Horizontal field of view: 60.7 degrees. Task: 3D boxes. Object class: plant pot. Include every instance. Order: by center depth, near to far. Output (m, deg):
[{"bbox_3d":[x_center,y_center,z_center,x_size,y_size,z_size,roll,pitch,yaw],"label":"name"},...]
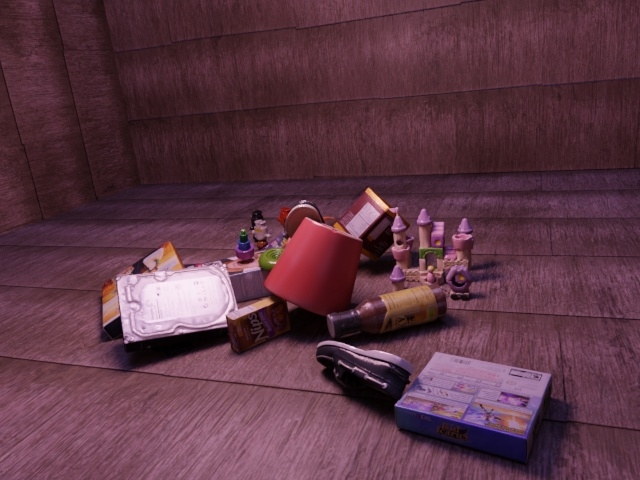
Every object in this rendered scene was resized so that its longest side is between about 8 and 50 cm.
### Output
[{"bbox_3d":[-0.003,0.076,1.668,0.275,0.243,0.275,22,4,-2],"label":"plant pot"}]

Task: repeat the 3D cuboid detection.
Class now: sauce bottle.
[{"bbox_3d":[0.190,0.210,1.574,0.344,0.111,0.111,-12,18,-13],"label":"sauce bottle"}]

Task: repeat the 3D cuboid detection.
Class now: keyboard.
[{"bbox_3d":[-0.462,0.302,1.649,0.108,0.023,0.180,-16,19,-27],"label":"keyboard"}]

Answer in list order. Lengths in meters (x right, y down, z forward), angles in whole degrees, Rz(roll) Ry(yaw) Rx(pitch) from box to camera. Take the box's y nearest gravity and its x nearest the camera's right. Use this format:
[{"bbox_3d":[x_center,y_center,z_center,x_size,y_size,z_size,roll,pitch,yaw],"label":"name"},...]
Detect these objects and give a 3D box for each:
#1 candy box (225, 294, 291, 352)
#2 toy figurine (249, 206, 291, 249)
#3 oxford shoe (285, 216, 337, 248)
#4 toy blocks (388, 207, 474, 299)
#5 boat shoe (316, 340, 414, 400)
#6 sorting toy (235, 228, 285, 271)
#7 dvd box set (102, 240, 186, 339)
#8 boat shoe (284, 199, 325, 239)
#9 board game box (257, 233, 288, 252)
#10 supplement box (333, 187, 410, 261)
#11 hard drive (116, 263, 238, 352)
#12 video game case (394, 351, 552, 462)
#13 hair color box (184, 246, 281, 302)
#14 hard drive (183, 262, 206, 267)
[{"bbox_3d":[-0.180,0.241,1.601,0.187,0.109,0.053,-19,22,-34],"label":"candy box"},{"bbox_3d":[-0.210,-0.048,2.480,0.213,0.148,0.209,-8,23,-11],"label":"toy figurine"},{"bbox_3d":[0.000,0.000,2.333,0.133,0.130,0.364,29,32,21],"label":"oxford shoe"},{"bbox_3d":[0.375,0.018,1.858,0.289,0.260,0.309,1,19,19],"label":"toy blocks"},{"bbox_3d":[0.083,0.309,1.306,0.302,0.114,0.091,-7,50,53],"label":"boat shoe"},{"bbox_3d":[-0.132,0.029,1.868,0.365,0.126,0.127,13,34,21],"label":"sorting toy"},{"bbox_3d":[-0.619,0.157,1.916,0.308,0.062,0.420,-35,24,-9],"label":"dvd box set"},{"bbox_3d":[-0.044,-0.060,1.857,0.127,0.340,0.113,3,62,9],"label":"boat shoe"},{"bbox_3d":[-0.220,0.052,2.194,0.141,0.048,0.170,-38,4,26],"label":"board game box"},{"bbox_3d":[0.192,-0.054,2.019,0.191,0.194,0.129,30,16,-52],"label":"supplement box"},{"bbox_3d":[-0.427,0.195,1.647,0.339,0.064,0.237,-6,52,-21],"label":"hard drive"},{"bbox_3d":[0.333,0.344,1.175,0.269,0.061,0.244,5,20,32],"label":"video game case"},{"bbox_3d":[-0.291,0.135,1.961,0.374,0.113,0.185,-11,20,-17],"label":"hair color box"},{"bbox_3d":[-0.520,0.119,2.241,0.135,0.022,0.094,-3,18,8],"label":"hard drive"}]
